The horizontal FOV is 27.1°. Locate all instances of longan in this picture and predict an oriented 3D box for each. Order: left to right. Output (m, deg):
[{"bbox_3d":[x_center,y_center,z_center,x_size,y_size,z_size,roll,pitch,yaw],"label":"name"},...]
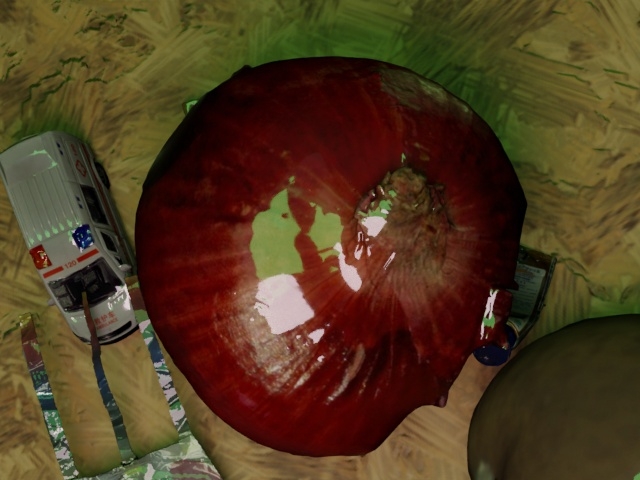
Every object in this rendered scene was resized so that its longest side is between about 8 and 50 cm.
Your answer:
[{"bbox_3d":[0.249,0.202,1.084,0.300,0.243,0.300,-16,38,13],"label":"longan"}]

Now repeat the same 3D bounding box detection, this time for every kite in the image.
[{"bbox_3d":[-0.175,0.221,1.233,0.204,0.022,0.360,-21,88,7],"label":"kite"}]

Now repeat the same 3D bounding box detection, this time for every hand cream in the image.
[{"bbox_3d":[0.169,0.055,1.195,0.062,0.163,0.039,11,123,15],"label":"hand cream"}]

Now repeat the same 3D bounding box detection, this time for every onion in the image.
[{"bbox_3d":[0.001,-0.002,1.137,0.341,0.341,0.341,-2,79,9],"label":"onion"}]

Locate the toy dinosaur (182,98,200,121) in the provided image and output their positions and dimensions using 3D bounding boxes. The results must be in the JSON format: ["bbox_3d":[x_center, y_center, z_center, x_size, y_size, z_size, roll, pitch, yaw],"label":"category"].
[{"bbox_3d":[-0.072,-0.091,1.309,0.162,0.039,0.126,-10,87,3],"label":"toy dinosaur"}]

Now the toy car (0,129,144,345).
[{"bbox_3d":[-0.239,-0.002,1.279,0.089,0.108,0.209,-24,76,5],"label":"toy car"}]
